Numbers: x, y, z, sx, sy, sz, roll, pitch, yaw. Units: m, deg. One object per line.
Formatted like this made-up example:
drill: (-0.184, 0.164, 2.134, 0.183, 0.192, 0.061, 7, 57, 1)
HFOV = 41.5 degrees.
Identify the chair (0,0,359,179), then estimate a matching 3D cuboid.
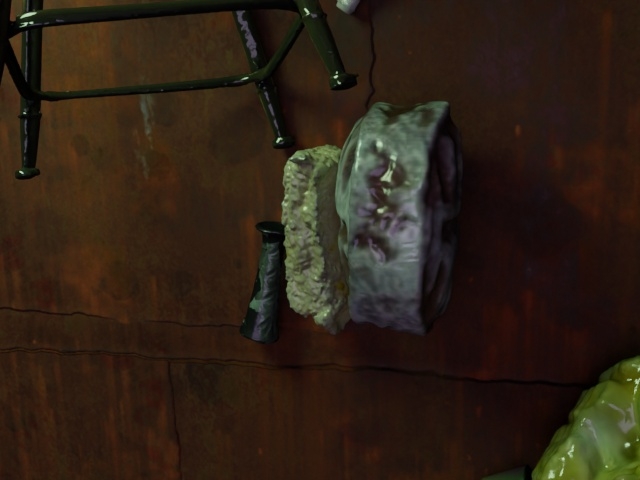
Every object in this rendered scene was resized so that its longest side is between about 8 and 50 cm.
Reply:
chair: (-0.208, -0.314, 0.957, 0.365, 0.362, 0.410, -9, 88, -13)

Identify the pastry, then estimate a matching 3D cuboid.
pastry: (0.004, -0.004, 1.132, 0.089, 0.121, 0.258, 11, 115, 37)

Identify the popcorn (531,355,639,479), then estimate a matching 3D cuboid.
popcorn: (0.442, 0.310, 1.047, 0.334, 0.293, 0.292, -12, 143, 44)

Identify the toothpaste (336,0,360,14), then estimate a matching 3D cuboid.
toothpaste: (0.083, -0.370, 1.061, 0.048, 0.031, 0.190, 38, 106, 6)

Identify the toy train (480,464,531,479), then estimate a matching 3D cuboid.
toy train: (0.194, 0.430, 1.196, 0.296, 0.100, 0.160, -25, 89, 18)

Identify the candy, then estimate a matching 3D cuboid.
candy: (0.096, -0.029, 1.044, 0.157, 0.214, 0.289, 6, 103, 15)

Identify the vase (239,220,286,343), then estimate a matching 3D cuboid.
vase: (-0.074, 0.058, 1.187, 0.059, 0.059, 0.167, 13, 106, 10)
